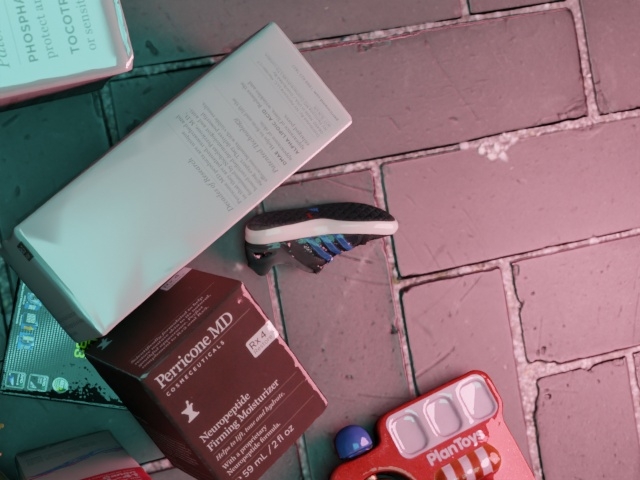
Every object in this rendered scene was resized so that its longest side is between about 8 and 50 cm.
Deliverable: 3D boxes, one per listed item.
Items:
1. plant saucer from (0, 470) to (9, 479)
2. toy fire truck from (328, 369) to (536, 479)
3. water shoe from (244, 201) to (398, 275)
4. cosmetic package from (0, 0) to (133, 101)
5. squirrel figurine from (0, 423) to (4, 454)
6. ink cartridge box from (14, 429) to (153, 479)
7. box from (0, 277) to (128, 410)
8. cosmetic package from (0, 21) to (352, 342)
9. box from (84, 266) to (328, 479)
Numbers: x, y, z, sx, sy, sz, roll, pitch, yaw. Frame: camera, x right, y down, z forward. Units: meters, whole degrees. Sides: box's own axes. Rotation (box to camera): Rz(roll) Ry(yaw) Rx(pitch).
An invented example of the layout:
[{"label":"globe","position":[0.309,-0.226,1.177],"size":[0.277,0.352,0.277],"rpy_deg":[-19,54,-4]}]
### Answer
[{"label":"plant saucer","position":[-0.428,0.334,1.384],"size":[0.168,0.029,0.168],"rpy_deg":[2,98,13]},{"label":"toy fire truck","position":[0.140,0.336,1.544],"size":[0.302,0.169,0.254],"rpy_deg":[-23,75,-15]},{"label":"water shoe","position":[0.000,0.000,1.528],"size":[0.203,0.073,0.080],"rpy_deg":[-4,115,-13]},{"label":"cosmetic package","position":[-0.443,-0.282,1.237],"size":[0.393,0.329,0.327],"rpy_deg":[-15,97,-15]},{"label":"squirrel figurine","position":[-0.517,0.326,1.263],"size":[0.281,0.370,0.397],"rpy_deg":[35,54,-15]},{"label":"ink cartridge box","position":[-0.252,0.358,1.334],"size":[0.131,0.306,0.226],"rpy_deg":[-14,96,-16]},{"label":"box","position":[-0.288,0.106,1.449],"size":[0.184,0.045,0.191],"rpy_deg":[11,89,-15]},{"label":"cosmetic package","position":[-0.172,-0.062,1.361],"size":[0.385,0.217,0.156],"rpy_deg":[-43,98,-17]},{"label":"box","position":[-0.136,0.166,1.402],"size":[0.168,0.167,0.203],"rpy_deg":[-44,116,-21]}]
